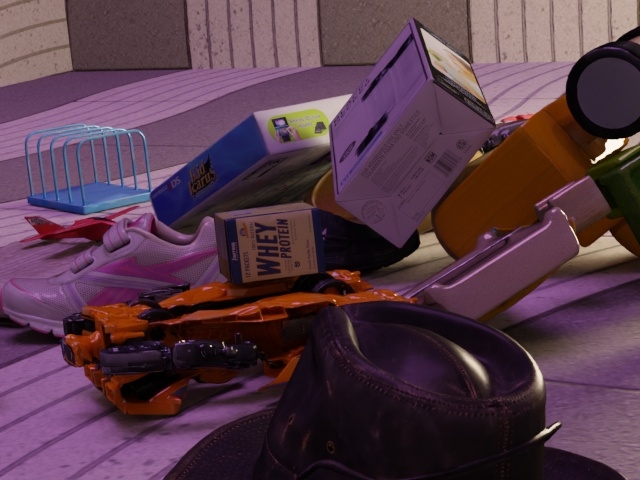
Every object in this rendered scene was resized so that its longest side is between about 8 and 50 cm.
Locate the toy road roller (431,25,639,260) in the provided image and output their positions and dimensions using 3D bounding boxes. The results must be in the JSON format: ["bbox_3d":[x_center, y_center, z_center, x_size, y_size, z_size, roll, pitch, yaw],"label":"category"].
[{"bbox_3d":[0.303,-0.052,1.808,0.329,0.240,0.202,-42,-6,27],"label":"toy road roller"}]

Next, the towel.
[{"bbox_3d":[-0.304,0.035,1.934,0.187,0.049,0.282,1,14,35],"label":"towel"}]

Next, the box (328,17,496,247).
[{"bbox_3d":[0.092,-0.123,1.899,0.087,0.169,0.290,35,16,-12],"label":"box"}]

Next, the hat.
[{"bbox_3d":[0.046,0.113,1.102,0.331,0.134,0.331,0,14,0],"label":"hat"}]

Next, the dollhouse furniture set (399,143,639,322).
[{"bbox_3d":[0.219,0.045,1.581,0.301,0.151,0.197,-31,2,-16],"label":"dollhouse furniture set"}]

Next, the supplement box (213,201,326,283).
[{"bbox_3d":[-0.045,0.001,1.520,0.083,0.056,0.083,-8,7,-9],"label":"supplement box"}]

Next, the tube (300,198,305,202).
[{"bbox_3d":[0.071,-0.046,2.120,0.240,0.062,0.070,-5,-22,27],"label":"tube"}]

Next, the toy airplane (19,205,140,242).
[{"bbox_3d":[-0.273,-0.012,1.949,0.151,0.028,0.151,-6,11,1],"label":"toy airplane"}]

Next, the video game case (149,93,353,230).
[{"bbox_3d":[-0.045,-0.102,2.180,0.244,0.061,0.269,-13,-11,-37],"label":"video game case"}]

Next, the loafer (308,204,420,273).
[{"bbox_3d":[0.000,0.000,1.868,0.223,0.078,0.076,-9,13,-16],"label":"loafer"}]

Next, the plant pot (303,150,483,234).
[{"bbox_3d":[0.080,-0.065,2.055,0.236,0.032,0.236,-18,26,9],"label":"plant pot"}]

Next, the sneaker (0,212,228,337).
[{"bbox_3d":[-0.193,0.029,1.740,0.252,0.111,0.103,-7,12,-3],"label":"sneaker"}]

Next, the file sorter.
[{"bbox_3d":[-0.329,-0.104,2.479,0.118,0.104,0.170,-14,15,-34],"label":"file sorter"}]

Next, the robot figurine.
[{"bbox_3d":[-0.074,0.083,1.485,0.291,0.085,0.211,-9,11,-19],"label":"robot figurine"}]

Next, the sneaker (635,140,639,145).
[{"bbox_3d":[0.519,-0.112,2.094,0.269,0.101,0.153,-1,15,34],"label":"sneaker"}]

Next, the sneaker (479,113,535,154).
[{"bbox_3d":[0.211,-0.105,2.229,0.276,0.097,0.135,-8,9,-18],"label":"sneaker"}]
